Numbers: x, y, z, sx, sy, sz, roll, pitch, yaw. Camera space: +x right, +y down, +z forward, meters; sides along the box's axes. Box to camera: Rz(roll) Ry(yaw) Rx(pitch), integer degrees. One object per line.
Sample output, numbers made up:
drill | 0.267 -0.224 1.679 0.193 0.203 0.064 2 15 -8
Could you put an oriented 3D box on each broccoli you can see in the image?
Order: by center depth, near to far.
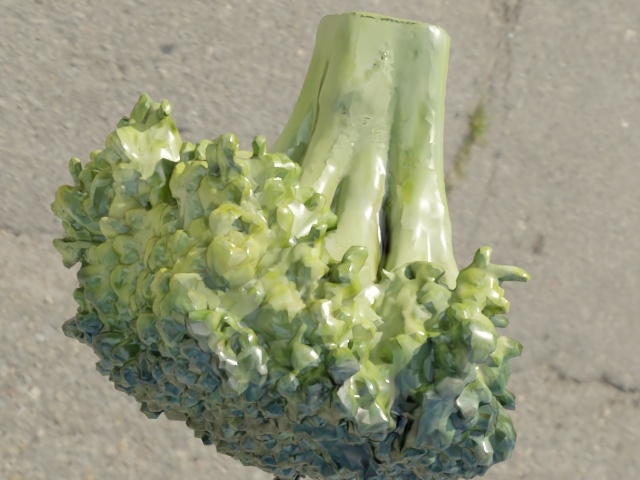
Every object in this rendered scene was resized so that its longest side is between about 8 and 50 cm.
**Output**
broccoli | 0.000 0.000 0.694 0.247 0.263 0.243 22 83 -59

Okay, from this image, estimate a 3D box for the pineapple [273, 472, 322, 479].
pineapple | 0.021 0.159 1.375 0.119 0.111 0.237 43 84 -6
